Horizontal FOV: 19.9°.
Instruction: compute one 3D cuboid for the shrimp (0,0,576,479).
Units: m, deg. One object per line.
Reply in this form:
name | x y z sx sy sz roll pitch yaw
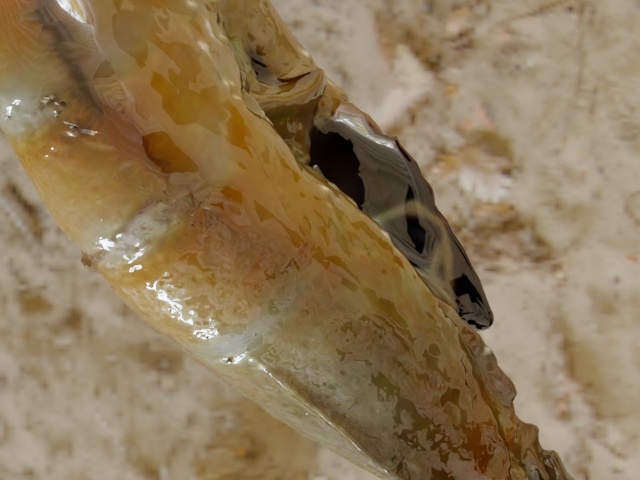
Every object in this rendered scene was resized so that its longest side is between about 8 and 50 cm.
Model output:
shrimp | 0.000 0.000 0.565 0.063 0.287 0.152 -30 31 24
